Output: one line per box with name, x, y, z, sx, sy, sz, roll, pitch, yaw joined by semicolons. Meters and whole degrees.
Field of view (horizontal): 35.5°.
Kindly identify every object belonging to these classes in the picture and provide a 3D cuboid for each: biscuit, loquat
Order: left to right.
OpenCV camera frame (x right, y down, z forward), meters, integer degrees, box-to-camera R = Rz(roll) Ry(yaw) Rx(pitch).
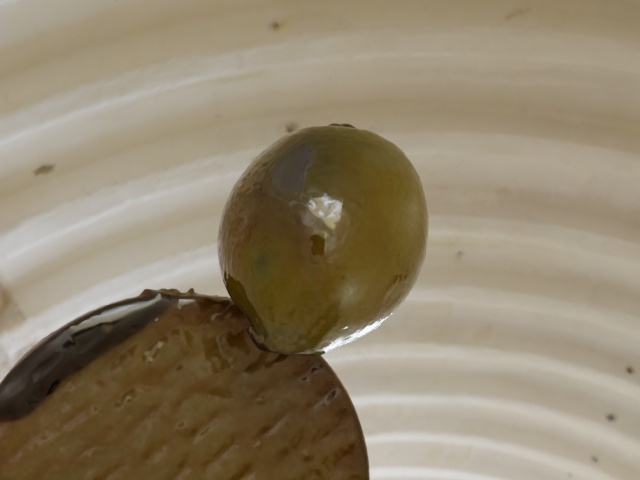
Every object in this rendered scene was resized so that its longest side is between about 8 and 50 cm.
biscuit;-0.113;0.196;0.779;0.318;0.318;0.040;60;-14;-2
loquat;0.000;0.000;0.721;0.152;0.195;0.152;11;-29;6
